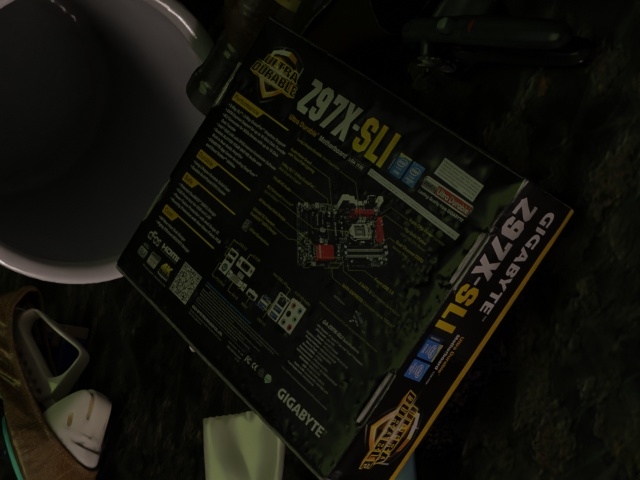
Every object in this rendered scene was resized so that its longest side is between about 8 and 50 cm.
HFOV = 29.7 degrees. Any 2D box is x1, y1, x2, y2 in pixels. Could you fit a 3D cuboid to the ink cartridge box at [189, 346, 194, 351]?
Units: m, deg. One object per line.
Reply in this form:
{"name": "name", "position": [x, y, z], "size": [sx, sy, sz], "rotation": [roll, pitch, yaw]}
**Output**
{"name": "ink cartridge box", "position": [-0.006, 0.028, 1.049], "size": [0.208, 0.045, 0.206], "rotation": [17, 93, 36]}

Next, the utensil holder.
{"name": "utensil holder", "position": [-0.324, -0.152, 1.375], "size": [0.385, 0.328, 0.327], "rotation": [24, 98, 59]}

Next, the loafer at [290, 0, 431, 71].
{"name": "loafer", "position": [0.043, -0.203, 1.044], "size": [0.220, 0.080, 0.078], "rotation": [-46, 30, 37]}

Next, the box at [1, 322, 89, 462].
{"name": "box", "position": [-0.358, 0.217, 1.547], "size": [0.136, 0.037, 0.225], "rotation": [-1, 78, 56]}

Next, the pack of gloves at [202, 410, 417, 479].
{"name": "pack of gloves", "position": [-0.019, 0.233, 0.938], "size": [0.195, 0.046, 0.232], "rotation": [-12, 64, 23]}

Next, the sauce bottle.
{"name": "sauce bottle", "position": [-0.021, -0.254, 1.145], "size": [0.344, 0.111, 0.111], "rotation": [-51, 40, 31]}

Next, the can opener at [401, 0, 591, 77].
{"name": "can opener", "position": [0.129, -0.158, 0.927], "size": [0.186, 0.059, 0.073], "rotation": [22, 96, 58]}

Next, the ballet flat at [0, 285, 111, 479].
{"name": "ballet flat", "position": [-0.319, 0.185, 1.426], "size": [0.124, 0.116, 0.342], "rotation": [-36, 55, 5]}

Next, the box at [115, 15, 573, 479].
{"name": "box", "position": [0.000, 0.000, 0.946], "size": [0.322, 0.079, 0.257], "rotation": [38, 97, 42]}
